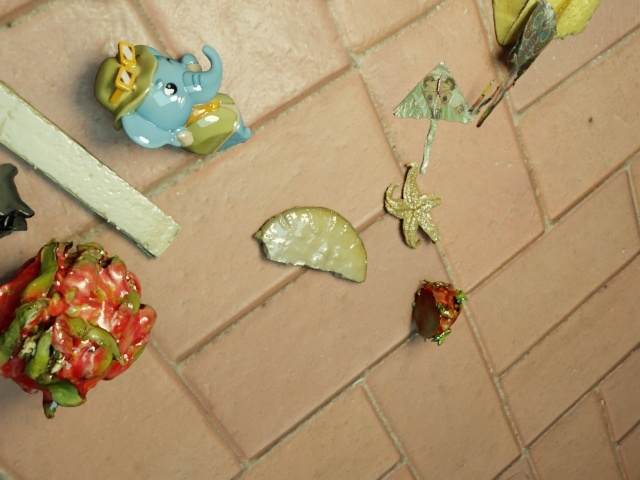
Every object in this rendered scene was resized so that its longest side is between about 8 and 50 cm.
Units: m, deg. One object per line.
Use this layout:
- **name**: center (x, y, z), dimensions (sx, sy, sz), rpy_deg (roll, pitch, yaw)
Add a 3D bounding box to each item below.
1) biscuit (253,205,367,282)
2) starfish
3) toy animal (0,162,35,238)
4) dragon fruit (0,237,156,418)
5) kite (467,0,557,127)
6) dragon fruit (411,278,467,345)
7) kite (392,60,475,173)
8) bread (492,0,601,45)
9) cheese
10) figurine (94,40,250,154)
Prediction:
- **biscuit**: center (0.001, 0.000, 1.154), dimensions (0.290, 0.038, 0.141), rpy_deg (18, 96, -29)
- **starfish**: center (0.220, -0.076, 1.233), dimensions (0.150, 0.053, 0.209), rpy_deg (-17, 110, -26)
- **toy animal**: center (-0.556, -0.022, 0.863), dimensions (0.210, 0.121, 0.117), rpy_deg (-35, 163, 5)
- **dragon fruit**: center (-0.392, 0.126, 0.851), dimensions (0.237, 0.303, 0.231), rpy_deg (-38, 92, -6)
- **kite**: center (0.429, -0.383, 1.208), dimensions (0.152, 0.015, 0.285), rpy_deg (16, 114, -54)
- **dragon fruit**: center (0.284, 0.156, 1.287), dimensions (0.175, 0.138, 0.142), rpy_deg (-24, 92, -31)
- **kite**: center (0.258, -0.272, 1.218), dimensions (0.230, 0.012, 0.249), rpy_deg (1, 106, -26)
- **bread**: center (0.519, -0.545, 1.216), dimensions (0.266, 0.178, 0.141), rpy_deg (-21, 82, -23)
- **cheese**: center (-0.407, -0.115, 0.920), dimensions (0.085, 0.034, 0.400), rpy_deg (-49, 120, -6)
- **figurine**: center (-0.243, -0.239, 0.917), dimensions (0.262, 0.154, 0.179), rpy_deg (-3, 98, -43)
